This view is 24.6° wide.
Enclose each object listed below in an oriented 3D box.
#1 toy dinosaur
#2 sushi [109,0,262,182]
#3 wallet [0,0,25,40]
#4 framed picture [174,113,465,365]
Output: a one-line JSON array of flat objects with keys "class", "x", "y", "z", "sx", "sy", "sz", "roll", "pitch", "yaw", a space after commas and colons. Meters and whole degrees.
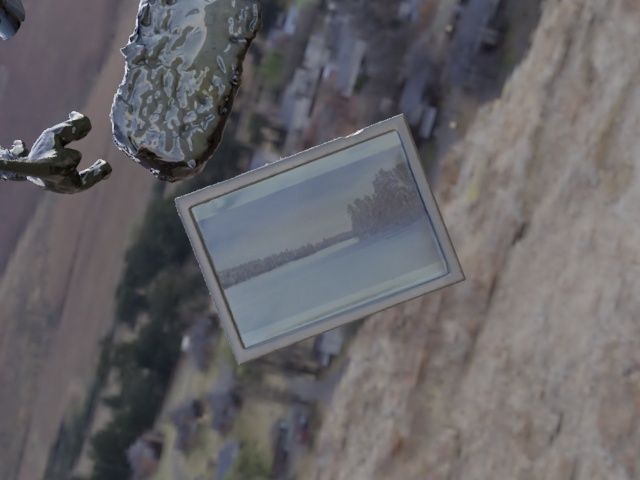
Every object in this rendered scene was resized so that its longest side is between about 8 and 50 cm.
[{"class": "toy dinosaur", "x": -0.321, "y": -0.066, "z": 1.575, "sx": 0.187, "sy": 0.179, "sz": 0.087, "roll": -13, "pitch": 106, "yaw": 52}, {"class": "sushi", "x": -0.212, "y": -0.266, "z": 2.211, "sx": 0.182, "sy": 0.196, "sz": 0.343, "roll": 170, "pitch": 118, "yaw": -71}, {"class": "wallet", "x": -0.531, "y": -0.413, "z": 2.161, "sx": 0.069, "sy": 0.231, "sz": 0.170, "roll": -37, "pitch": 40, "yaw": 10}, {"class": "framed picture", "x": 0.000, "y": 0.000, "z": 1.723, "sx": 0.016, "sy": 0.289, "sz": 0.213, "roll": -79, "pitch": -31, "yaw": -83}]
